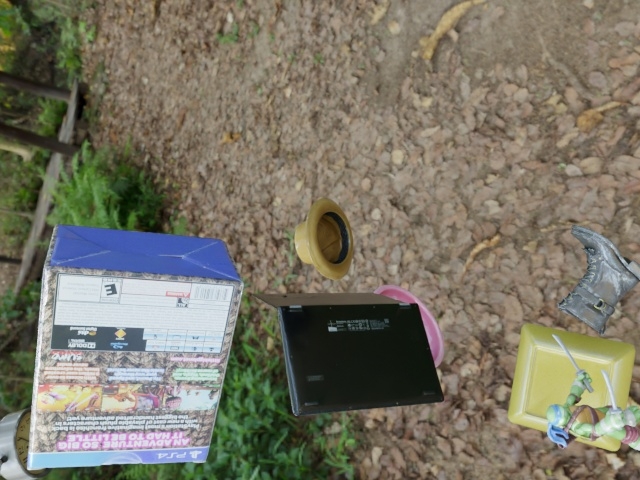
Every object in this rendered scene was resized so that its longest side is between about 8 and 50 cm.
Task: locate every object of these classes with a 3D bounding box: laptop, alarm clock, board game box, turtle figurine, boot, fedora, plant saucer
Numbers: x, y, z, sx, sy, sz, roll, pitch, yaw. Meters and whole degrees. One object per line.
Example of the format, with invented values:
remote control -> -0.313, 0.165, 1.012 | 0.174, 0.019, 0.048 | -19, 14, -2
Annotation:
laptop -> 0.052, 0.265, 1.479 | 0.236, 0.382, 0.407 | 120, 145, -52
alarm clock -> -0.552, 0.381, 1.045 | 0.192, 0.064, 0.129 | -15, -90, -86
board game box -> -0.255, 0.145, 0.779 | 0.141, 0.232, 0.290 | -129, 50, -60
turtle figurine -> 0.707, 0.401, 1.403 | 0.198, 0.266, 0.274 | 155, 134, -71
boot -> 0.750, 0.109, 1.598 | 0.263, 0.091, 0.229 | 42, 101, 11
fedora -> 0.000, 0.000, 1.248 | 0.079, 0.194, 0.194 | -10, 71, 31
plant saucer -> 0.283, 0.312, 1.982 | 0.084, 0.332, 0.332 | -44, 46, 35
plant saucer -> 0.766, 0.453, 1.767 | 0.333, 0.081, 0.332 | 9, 91, 29
